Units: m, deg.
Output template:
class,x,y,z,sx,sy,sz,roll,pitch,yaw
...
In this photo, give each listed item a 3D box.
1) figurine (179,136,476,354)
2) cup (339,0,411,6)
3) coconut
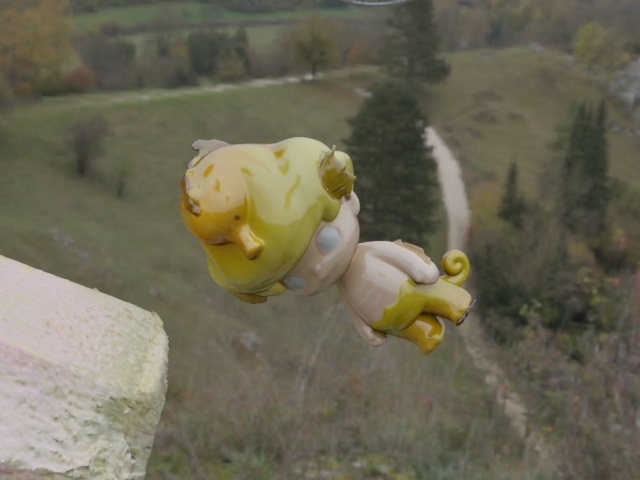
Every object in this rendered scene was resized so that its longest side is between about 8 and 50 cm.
class,x,y,z,sx,sy,sz,roll,pitch,yaw
figurine,0.000,0.000,0.851,0.246,0.156,0.131,34,27,-10
cup,0.034,-0.153,0.476,0.074,0.099,0.102,-16,-27,41
coconut,-0.252,0.128,0.819,0.245,0.233,0.233,18,12,-18
